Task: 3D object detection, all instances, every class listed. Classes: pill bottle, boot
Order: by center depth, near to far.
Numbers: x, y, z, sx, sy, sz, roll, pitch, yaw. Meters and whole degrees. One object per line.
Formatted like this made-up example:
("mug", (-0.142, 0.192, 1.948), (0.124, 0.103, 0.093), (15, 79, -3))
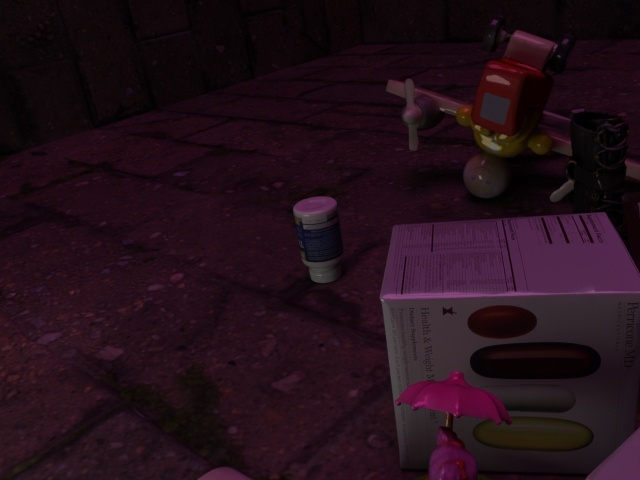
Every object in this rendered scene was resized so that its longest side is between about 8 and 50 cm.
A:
("boot", (0.349, -0.037, 0.764), (0.091, 0.229, 0.263), (-7, 24, 4))
("pill bottle", (0.000, 0.000, 0.934), (0.067, 0.120, 0.067), (-8, 24, 3))

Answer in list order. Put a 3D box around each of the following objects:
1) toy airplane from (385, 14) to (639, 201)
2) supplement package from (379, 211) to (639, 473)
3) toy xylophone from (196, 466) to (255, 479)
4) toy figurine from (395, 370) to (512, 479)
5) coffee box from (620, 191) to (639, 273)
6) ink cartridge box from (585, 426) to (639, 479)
("toy airplane", (0.344, -0.203, 1.151), (0.384, 0.272, 0.386), (23, 2, -25))
("supplement package", (0.172, 0.094, 0.583), (0.203, 0.194, 0.149), (-4, 26, 13))
("toy xylophone", (-0.090, 0.282, 0.401), (0.323, 0.081, 0.236), (-27, 30, -35))
("toy figurine", (0.095, 0.183, 0.462), (0.130, 0.159, 0.173), (-1, 26, 17))
("coffee box", (0.419, 0.006, 0.556), (0.247, 0.141, 0.098), (-15, -28, 42))
("ink cartridge box", (0.256, 0.214, 0.375), (0.127, 0.128, 0.176), (-26, 30, -32))
